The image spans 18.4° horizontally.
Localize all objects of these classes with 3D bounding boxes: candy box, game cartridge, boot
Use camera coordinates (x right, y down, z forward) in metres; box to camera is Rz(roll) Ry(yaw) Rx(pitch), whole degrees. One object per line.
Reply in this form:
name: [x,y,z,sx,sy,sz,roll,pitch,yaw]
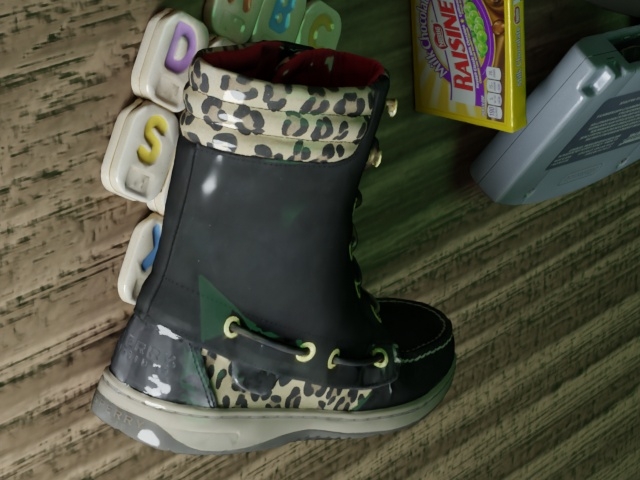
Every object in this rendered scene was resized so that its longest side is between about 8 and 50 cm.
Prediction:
candy box: [0.122,-0.197,1.666,0.027,0.105,0.205,-30,126,-42]
game cartridge: [0.268,-0.122,1.869,0.297,0.062,0.198,-17,157,-51]
boot: [0.000,0.000,1.496,0.377,0.138,0.284,-4,112,-48]

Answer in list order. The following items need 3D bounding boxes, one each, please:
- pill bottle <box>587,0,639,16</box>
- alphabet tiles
pill bottle: [0.328,-0.365,1.860,0.283,0.161,0.161,-62,145,-20]
alphabet tiles: [-0.062,-0.069,1.514,0.284,0.021,0.278,26,80,-56]
